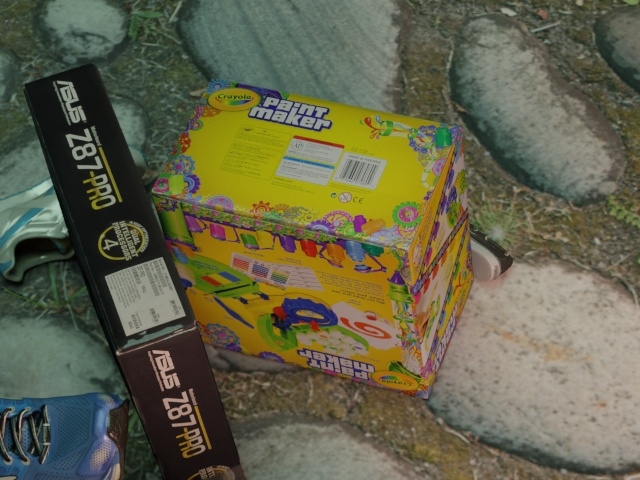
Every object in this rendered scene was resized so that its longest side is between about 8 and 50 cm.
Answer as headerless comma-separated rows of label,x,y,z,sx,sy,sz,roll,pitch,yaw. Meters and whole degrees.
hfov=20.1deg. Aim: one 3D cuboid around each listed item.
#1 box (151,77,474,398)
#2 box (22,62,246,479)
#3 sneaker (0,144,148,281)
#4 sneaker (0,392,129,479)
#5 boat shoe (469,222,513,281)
box,0.000,0.000,1.982,0.290,0.279,0.177,13,55,17
box,-0.201,0.052,1.944,0.097,0.318,0.395,-19,51,-9
sneaker,-0.304,-0.033,2.185,0.228,0.087,0.092,-32,60,-8
sneaker,-0.328,0.219,1.854,0.330,0.147,0.130,-18,59,37
boat shoe,0.165,-0.001,2.113,0.040,0.049,0.142,-24,51,-35
